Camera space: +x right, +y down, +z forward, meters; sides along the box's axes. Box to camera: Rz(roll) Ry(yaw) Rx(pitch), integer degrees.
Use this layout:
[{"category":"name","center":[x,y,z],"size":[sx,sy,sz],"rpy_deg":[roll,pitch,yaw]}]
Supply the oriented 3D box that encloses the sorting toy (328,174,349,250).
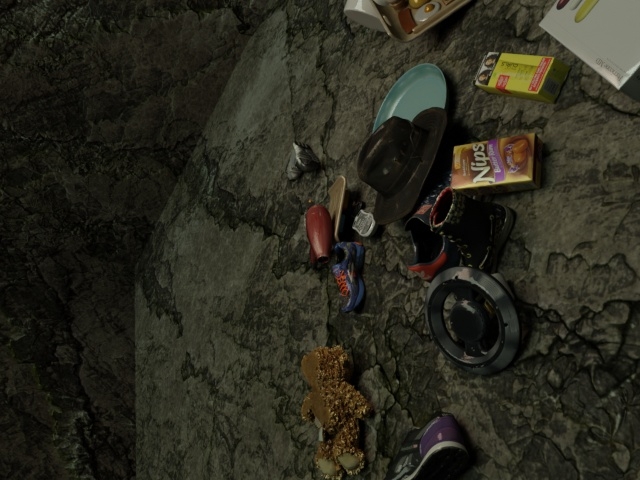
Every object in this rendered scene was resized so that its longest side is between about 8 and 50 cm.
[{"category":"sorting toy","center":[0.048,-0.075,1.927],"size":[0.193,0.038,0.209],"rpy_deg":[134,143,-73]}]

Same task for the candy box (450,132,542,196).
[{"category":"candy box","center":[0.378,-0.160,1.359],"size":[0.186,0.053,0.109],"rpy_deg":[-6,69,39]}]

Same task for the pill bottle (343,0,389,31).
[{"category":"pill bottle","center":[0.214,-0.846,1.926],"size":[0.204,0.204,0.361],"rpy_deg":[32,102,61]}]

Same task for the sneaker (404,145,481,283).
[{"category":"sneaker","center":[0.274,-0.072,1.453],"size":[0.131,0.148,0.350],"rpy_deg":[-21,57,55]}]

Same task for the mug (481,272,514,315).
[{"category":"mug","center":[0.368,0.115,1.296],"size":[0.062,0.078,0.064],"rpy_deg":[-31,49,5]}]

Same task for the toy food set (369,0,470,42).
[{"category":"toy food set","center":[0.294,-0.695,1.727],"size":[0.306,0.092,0.220],"rpy_deg":[-32,44,16]}]

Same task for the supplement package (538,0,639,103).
[{"category":"supplement package","center":[0.543,-0.337,1.068],"size":[0.145,0.203,0.262],"rpy_deg":[-56,33,28]}]

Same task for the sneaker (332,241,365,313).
[{"category":"sneaker","center":[0.070,0.101,1.781],"size":[0.083,0.087,0.221],"rpy_deg":[-37,44,48]}]

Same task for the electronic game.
[{"category":"electronic game","center":[0.308,0.164,1.289],"size":[0.229,0.048,0.230],"rpy_deg":[18,116,44]}]

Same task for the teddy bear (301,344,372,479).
[{"category":"teddy bear","center":[0.043,0.448,1.644],"size":[0.245,0.113,0.338],"rpy_deg":[-59,38,37]}]

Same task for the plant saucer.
[{"category":"plant saucer","center":[0.253,-0.333,1.745],"size":[0.317,0.043,0.318],"rpy_deg":[-35,46,48]}]

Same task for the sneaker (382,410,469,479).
[{"category":"sneaker","center":[0.209,0.479,1.347],"size":[0.283,0.107,0.124],"rpy_deg":[-51,21,28]}]

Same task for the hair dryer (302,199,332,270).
[{"category":"hair dryer","center":[0.000,0.000,1.899],"size":[0.293,0.080,0.224],"rpy_deg":[-106,8,-77]}]

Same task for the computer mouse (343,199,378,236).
[{"category":"computer mouse","center":[0.125,-0.051,1.820],"size":[0.106,0.042,0.193],"rpy_deg":[-63,24,8]}]

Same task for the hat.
[{"category":"hat","center":[0.175,-0.209,1.575],"size":[0.331,0.133,0.331],"rpy_deg":[-53,22,33]}]

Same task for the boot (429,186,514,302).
[{"category":"boot","center":[0.296,0.013,1.334],"size":[0.085,0.178,0.237],"rpy_deg":[30,100,61]}]

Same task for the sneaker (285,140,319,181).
[{"category":"sneaker","center":[-0.072,-0.257,2.247],"size":[0.229,0.086,0.132],"rpy_deg":[-106,37,-60]}]

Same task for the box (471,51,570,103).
[{"category":"box","center":[0.444,-0.369,1.411],"size":[0.232,0.058,0.087],"rpy_deg":[40,109,59]}]
